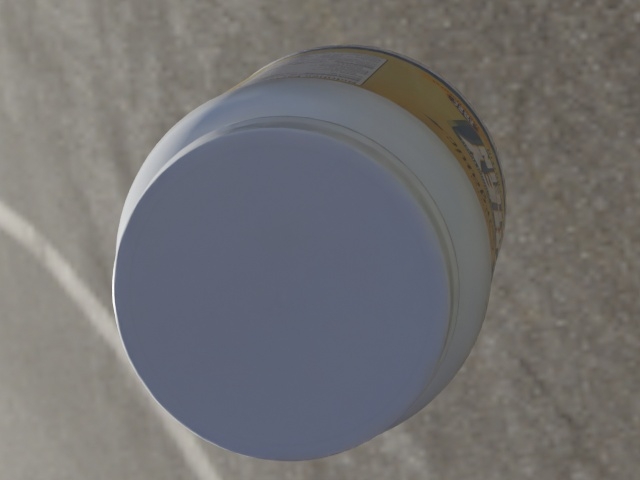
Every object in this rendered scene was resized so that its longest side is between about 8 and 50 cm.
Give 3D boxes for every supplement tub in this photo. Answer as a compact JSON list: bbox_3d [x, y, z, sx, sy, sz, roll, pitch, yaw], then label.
[{"bbox_3d":[0.000,0.000,0.707,0.200,0.144,0.144,-55,-34,-75],"label":"supplement tub"}]
